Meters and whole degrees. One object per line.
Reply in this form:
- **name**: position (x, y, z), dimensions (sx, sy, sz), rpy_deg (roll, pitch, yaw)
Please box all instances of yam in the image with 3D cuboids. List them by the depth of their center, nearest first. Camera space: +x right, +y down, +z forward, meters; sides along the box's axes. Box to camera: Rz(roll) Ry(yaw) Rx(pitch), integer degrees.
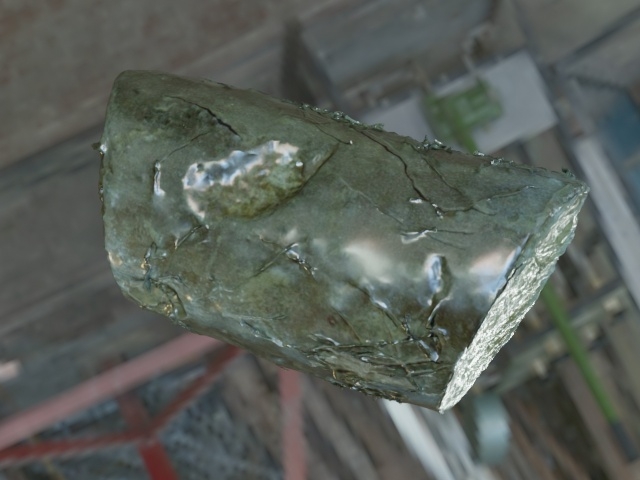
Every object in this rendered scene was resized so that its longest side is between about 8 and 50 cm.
- **yam**: position (0.000, 0.000, 0.751), dimensions (0.107, 0.183, 0.107), rpy_deg (18, 90, -80)
